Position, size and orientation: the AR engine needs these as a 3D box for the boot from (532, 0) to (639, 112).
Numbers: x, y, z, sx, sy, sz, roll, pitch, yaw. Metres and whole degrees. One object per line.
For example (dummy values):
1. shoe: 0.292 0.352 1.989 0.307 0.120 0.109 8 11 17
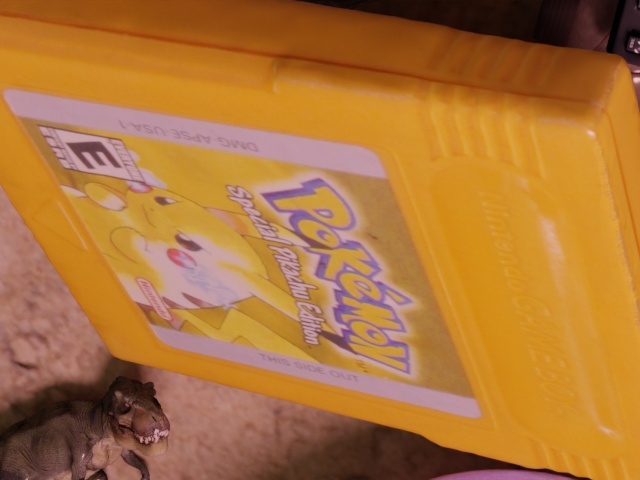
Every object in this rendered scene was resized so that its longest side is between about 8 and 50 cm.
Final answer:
1. boot: 0.134 -0.060 0.827 0.087 0.042 0.118 19 122 13

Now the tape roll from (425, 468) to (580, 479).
1. tape roll: 0.090 0.254 0.875 0.274 0.275 0.090 0 156 25

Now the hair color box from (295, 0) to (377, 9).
1. hair color box: -0.041 -0.280 0.751 0.185 0.113 0.374 -14 109 30

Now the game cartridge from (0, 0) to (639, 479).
1. game cartridge: 0.000 0.000 0.821 0.323 0.053 0.285 13 150 28

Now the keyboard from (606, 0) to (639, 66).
1. keyboard: 0.163 -0.157 0.752 0.108 0.023 0.180 18 108 16

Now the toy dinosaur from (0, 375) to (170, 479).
1. toy dinosaur: -0.165 0.153 1.072 0.268 0.064 0.118 -18 100 34
